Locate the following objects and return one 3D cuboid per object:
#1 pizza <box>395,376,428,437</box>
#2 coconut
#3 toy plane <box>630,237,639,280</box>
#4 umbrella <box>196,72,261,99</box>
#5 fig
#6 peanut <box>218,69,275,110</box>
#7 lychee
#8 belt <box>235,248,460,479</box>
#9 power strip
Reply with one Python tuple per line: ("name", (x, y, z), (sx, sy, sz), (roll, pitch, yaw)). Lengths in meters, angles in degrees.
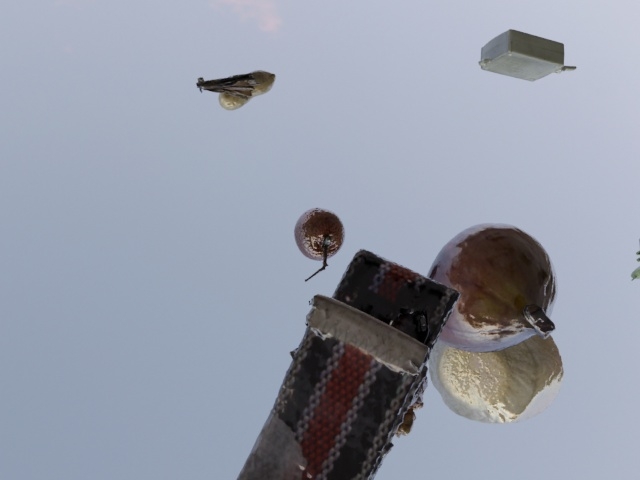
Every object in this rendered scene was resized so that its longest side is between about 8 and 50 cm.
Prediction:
("pizza", (0.093, 0.185, 0.761), (0.069, 0.154, 0.194), (31, -163, -4))
("coconut", (0.431, 0.304, 1.533), (0.328, 0.329, 0.329), (14, -119, -26))
("toy plane", (0.542, 0.042, 1.024), (0.040, 0.111, 0.102), (-30, -101, -28))
("umbrella", (-0.102, -0.175, 0.711), (0.083, 0.031, 0.020), (-16, -132, -41))
("fig", (0.284, 0.089, 1.046), (0.214, 0.235, 0.235), (44, -130, 18))
("peanut", (-0.093, -0.193, 0.804), (0.083, 0.037, 0.037), (-27, -98, -17))
("lychee", (0.001, -0.002, 1.243), (0.101, 0.114, 0.140), (15, -146, -54))
("belt", (-0.017, 0.179, 0.430), (0.094, 0.126, 0.360), (25, -105, 13))
("power strip", (0.336, -0.286, 0.995), (0.175, 0.075, 0.042), (6, -99, -22))
